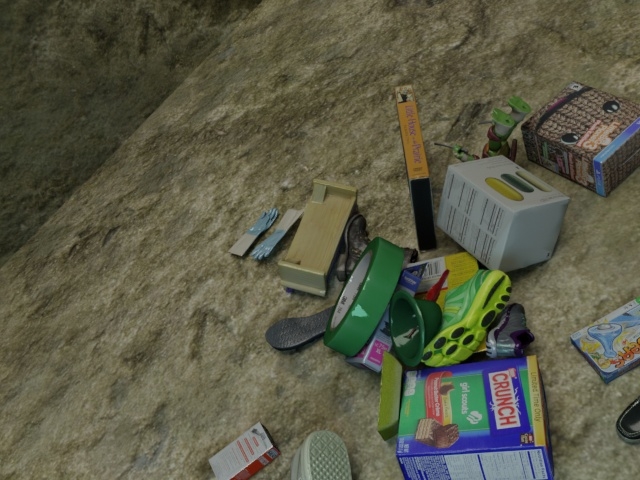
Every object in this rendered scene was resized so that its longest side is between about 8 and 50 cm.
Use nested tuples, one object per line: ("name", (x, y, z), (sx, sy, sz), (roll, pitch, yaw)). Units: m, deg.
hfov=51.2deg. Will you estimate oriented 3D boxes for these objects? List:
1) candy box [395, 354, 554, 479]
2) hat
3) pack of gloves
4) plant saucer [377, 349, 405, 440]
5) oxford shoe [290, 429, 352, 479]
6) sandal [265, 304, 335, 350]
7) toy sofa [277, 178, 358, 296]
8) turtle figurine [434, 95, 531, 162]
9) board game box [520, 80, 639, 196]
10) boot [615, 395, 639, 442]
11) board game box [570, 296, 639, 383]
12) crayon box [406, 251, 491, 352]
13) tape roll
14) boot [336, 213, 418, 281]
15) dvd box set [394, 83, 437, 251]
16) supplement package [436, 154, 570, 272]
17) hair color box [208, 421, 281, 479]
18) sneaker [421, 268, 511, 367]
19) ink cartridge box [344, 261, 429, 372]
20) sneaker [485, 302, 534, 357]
("candy box", (0.345, 0.406, 1.504), (0.318, 0.122, 0.268), (-10, 30, 18))
("hat", (0.280, 0.187, 1.605), (0.184, 0.208, 0.173), (-5, 4, -21))
("pack of gloves", (-0.179, -0.016, 2.272), (0.195, 0.046, 0.232), (11, 54, 48))
("plant saucer", (0.174, 0.376, 1.602), (0.045, 0.188, 0.188), (2, 67, 12))
("oxford shoe", (0.004, 0.662, 1.511), (0.130, 0.169, 0.449), (-49, 35, 46))
("sandal", (-0.033, 0.262, 1.935), (0.255, 0.054, 0.097), (-16, 53, 2))
("toy sofa", (0.000, 0.000, 2.089), (0.150, 0.177, 0.362), (13, 56, 13))
("turtle figurine", (0.484, -0.322, 1.989), (0.198, 0.266, 0.274), (-4, 60, -17))
("board game box", (0.774, -0.299, 1.927), (0.232, 0.141, 0.291), (-41, 45, -10))
("boot", (0.714, 0.309, 1.393), (0.237, 0.178, 0.085), (-33, 44, -3))
("board game box", (0.714, 0.230, 1.567), (0.201, 0.035, 0.136), (-30, 44, 1))
("crayon box", (0.339, 0.187, 1.773), (0.202, 0.081, 0.318), (-13, 46, 18))
("tape roll", (0.112, 0.147, 1.764), (0.077, 0.321, 0.321), (28, 60, -5))
("boot", (0.181, 0.035, 2.003), (0.229, 0.091, 0.262), (1, 56, 22))
("dvd box set", (0.286, -0.220, 2.002), (0.062, 0.307, 0.420), (-8, 47, 7))
("supplement package", (0.482, -0.076, 1.797), (0.200, 0.197, 0.262), (-13, 38, -26))
("hair color box", (-0.198, 0.566, 1.746), (0.167, 0.053, 0.093), (-37, 43, -4))
("sneaker", (0.349, 0.192, 1.647), (0.295, 0.109, 0.123), (-48, 22, -5))
("ink cartridge box", (0.171, 0.191, 1.757), (0.311, 0.065, 0.186), (-61, 7, -14))
("sneaker", (0.481, 0.224, 1.622), (0.098, 0.083, 0.224), (2, 24, 33))
